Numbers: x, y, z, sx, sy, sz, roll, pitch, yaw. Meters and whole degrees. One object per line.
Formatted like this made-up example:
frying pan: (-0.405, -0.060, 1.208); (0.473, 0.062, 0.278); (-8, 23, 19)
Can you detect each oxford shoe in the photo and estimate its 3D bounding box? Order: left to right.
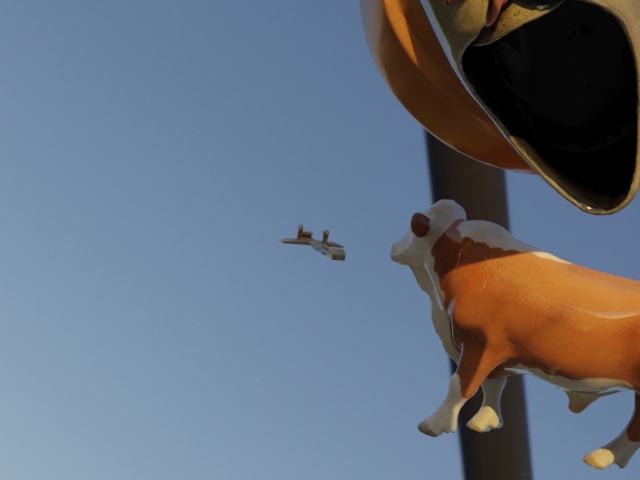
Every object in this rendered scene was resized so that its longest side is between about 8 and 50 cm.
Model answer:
oxford shoe: (0.083, -0.161, 0.456); (0.123, 0.130, 0.348); (-25, -58, 25)

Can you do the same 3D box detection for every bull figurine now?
bull figurine: (0.183, 0.084, 0.814); (0.311, 0.101, 0.188); (16, -81, 24)

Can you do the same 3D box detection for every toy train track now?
toy train track: (0.000, 0.000, 0.716); (0.083, 0.048, 0.014); (-149, -115, -68)

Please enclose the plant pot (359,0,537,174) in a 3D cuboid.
plant pot: (0.185, -0.214, 0.710); (0.291, 0.291, 0.203); (38, -16, 5)
